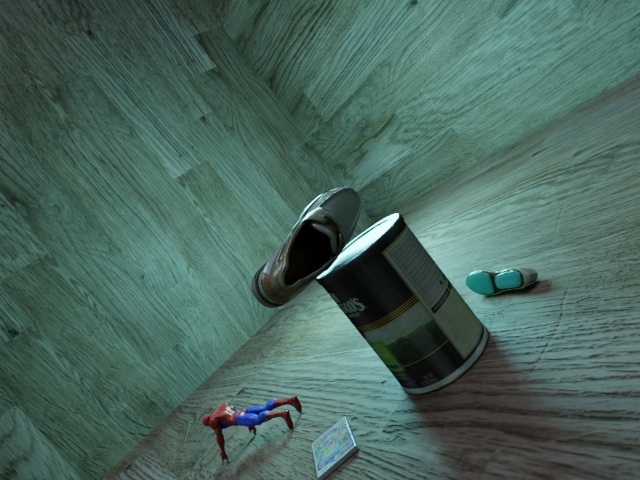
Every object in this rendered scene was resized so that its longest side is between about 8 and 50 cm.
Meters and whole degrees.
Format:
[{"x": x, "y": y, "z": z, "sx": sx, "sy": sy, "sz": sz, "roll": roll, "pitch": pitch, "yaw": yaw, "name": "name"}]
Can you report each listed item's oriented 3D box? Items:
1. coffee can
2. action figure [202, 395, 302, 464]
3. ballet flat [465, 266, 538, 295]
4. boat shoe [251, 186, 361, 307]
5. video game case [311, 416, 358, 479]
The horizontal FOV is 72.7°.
[{"x": 0.152, "y": 0.116, "z": 0.828, "sx": 0.201, "sy": 0.275, "sz": 0.201, "roll": -38, "pitch": 4, "yaw": 3, "name": "coffee can"}, {"x": -0.176, "y": 0.479, "z": 1.105, "sx": 0.280, "sy": 0.139, "sz": 0.091, "roll": -12, "pitch": 12, "yaw": 23, "name": "action figure"}, {"x": 0.376, "y": 0.084, "z": 0.906, "sx": 0.052, "sy": 0.057, "sz": 0.168, "roll": -10, "pitch": -3, "yaw": -22, "name": "ballet flat"}, {"x": 0.000, "y": 0.000, "z": 0.805, "sx": 0.302, "sy": 0.113, "sz": 0.103, "roll": -54, "pitch": 13, "yaw": -31, "name": "boat shoe"}, {"x": 0.025, "y": 0.388, "z": 0.818, "sx": 0.087, "sy": 0.011, "sz": 0.122, "roll": -38, "pitch": 5, "yaw": -4, "name": "video game case"}]
